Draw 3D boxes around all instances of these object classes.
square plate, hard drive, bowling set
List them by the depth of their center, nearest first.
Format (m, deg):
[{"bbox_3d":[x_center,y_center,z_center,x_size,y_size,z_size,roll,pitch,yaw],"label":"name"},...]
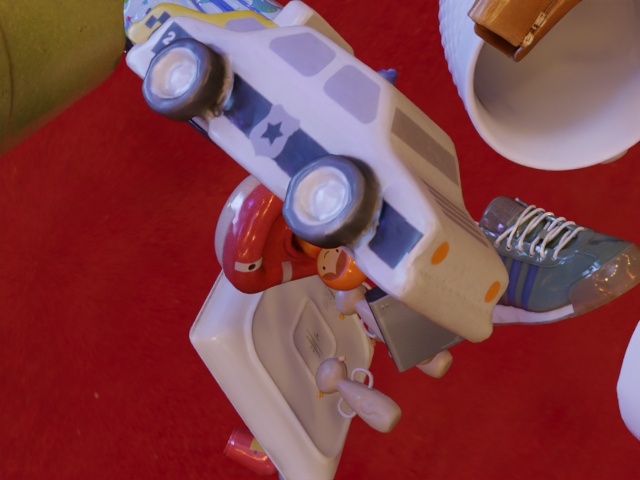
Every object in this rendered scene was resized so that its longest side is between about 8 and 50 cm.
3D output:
[{"bbox_3d":[0.111,0.085,1.284,0.094,0.022,0.135,-27,136,-2],"label":"hard drive"},{"bbox_3d":[0.115,0.096,1.490,0.154,0.200,0.287,34,106,23],"label":"bowling set"},{"bbox_3d":[-0.028,0.144,1.600,0.347,0.049,0.344,60,32,-27],"label":"square plate"}]

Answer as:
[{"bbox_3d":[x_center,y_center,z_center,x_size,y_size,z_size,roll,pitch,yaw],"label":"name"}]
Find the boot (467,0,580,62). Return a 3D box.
[{"bbox_3d":[0.271,-0.292,1.263,0.104,0.295,0.211,41,109,28],"label":"boot"}]

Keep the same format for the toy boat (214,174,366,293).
[{"bbox_3d":[0.000,0.000,1.287,0.231,0.151,0.151,-14,133,-28],"label":"toy boat"}]

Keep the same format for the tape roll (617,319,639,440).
[{"bbox_3d":[0.440,0.118,1.141,0.286,0.100,0.286,-15,124,-24],"label":"tape roll"}]

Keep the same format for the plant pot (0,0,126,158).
[{"bbox_3d":[-0.299,-0.170,0.918,0.276,0.276,0.254,57,34,-7],"label":"plant pot"}]

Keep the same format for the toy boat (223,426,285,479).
[{"bbox_3d":[-0.113,0.426,1.608,0.148,0.267,0.318,24,69,0],"label":"toy boat"}]

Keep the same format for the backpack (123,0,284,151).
[{"bbox_3d":[-0.105,-0.231,1.578,0.273,0.290,0.355,-36,57,11],"label":"backpack"}]

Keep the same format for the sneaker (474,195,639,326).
[{"bbox_3d":[0.144,0.009,0.794,0.064,0.192,0.086,-35,94,-19],"label":"sneaker"}]

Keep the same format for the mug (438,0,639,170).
[{"bbox_3d":[0.317,-0.261,1.532,0.276,0.328,0.374,-30,124,13],"label":"mug"}]

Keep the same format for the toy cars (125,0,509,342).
[{"bbox_3d":[-0.006,-0.070,0.574,0.176,0.393,0.087,36,95,-16],"label":"toy cars"}]
